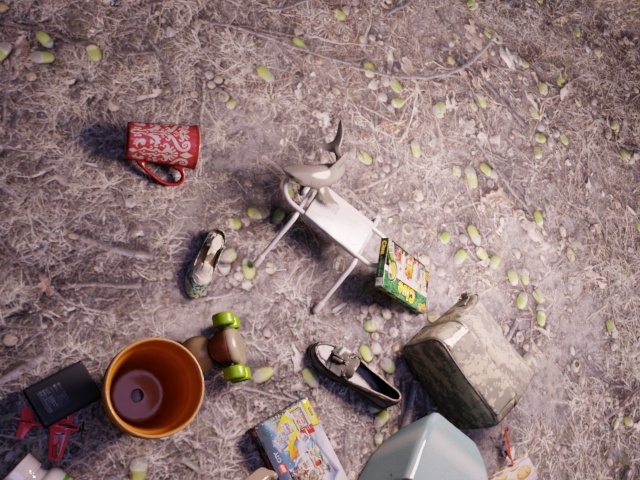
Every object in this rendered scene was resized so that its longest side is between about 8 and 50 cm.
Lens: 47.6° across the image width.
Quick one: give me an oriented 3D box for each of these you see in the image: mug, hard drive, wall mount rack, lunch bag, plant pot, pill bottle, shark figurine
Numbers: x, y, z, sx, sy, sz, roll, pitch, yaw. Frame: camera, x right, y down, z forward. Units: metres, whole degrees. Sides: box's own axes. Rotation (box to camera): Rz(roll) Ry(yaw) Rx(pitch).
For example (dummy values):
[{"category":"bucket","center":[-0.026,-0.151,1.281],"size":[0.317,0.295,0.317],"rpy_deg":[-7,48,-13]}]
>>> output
[{"category":"mug","center":[-0.389,-0.221,1.779],"size":[0.169,0.113,0.150],"rpy_deg":[4,70,-22]},{"category":"hard drive","center":[-0.549,0.327,1.550],"size":[0.135,0.022,0.094],"rpy_deg":[-27,78,-39]},{"category":"wall mount rack","center":[0.000,0.000,1.897],"size":[0.350,0.130,0.304],"rpy_deg":[38,57,-11]},{"category":"lunch bag","center":[0.413,0.320,1.943],"size":[0.256,0.212,0.305],"rpy_deg":[-37,93,-30]},{"category":"plant pot","center":[-0.375,0.326,1.561],"size":[0.205,0.188,0.205],"rpy_deg":[8,70,-24]},{"category":"pill bottle","center":[-0.527,0.542,1.444],"size":[0.246,0.136,0.136],"rpy_deg":[45,60,-7]},{"category":"plant pot","center":[0.260,0.577,1.778],"size":[0.248,0.247,0.252],"rpy_deg":[40,44,-10]},{"category":"shark figurine","center":[0.035,-0.204,1.880],"size":[0.166,0.116,0.278],"rpy_deg":[40,38,1]}]

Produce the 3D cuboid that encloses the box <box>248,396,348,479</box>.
[{"category":"box","center":[-0.051,0.518,1.744],"size":[0.159,0.044,0.233],"rpy_deg":[-24,86,-31]}]

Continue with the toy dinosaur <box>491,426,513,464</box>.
[{"category":"toy dinosaur","center":[0.517,0.561,2.005],"size":[0.047,0.090,0.082],"rpy_deg":[4,103,-41]}]

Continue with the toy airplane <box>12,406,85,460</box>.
[{"category":"toy airplane","center":[-0.573,0.391,1.531],"size":[0.151,0.028,0.151],"rpy_deg":[15,56,-23]}]

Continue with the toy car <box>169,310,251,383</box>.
[{"category":"toy car","center":[-0.273,0.266,1.691],"size":[0.188,0.149,0.155],"rpy_deg":[-14,75,0]}]

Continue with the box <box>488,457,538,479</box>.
[{"category":"box","center":[0.443,0.679,1.928],"size":[0.324,0.063,0.067],"rpy_deg":[-20,82,-30]}]

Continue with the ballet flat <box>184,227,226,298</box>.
[{"category":"ballet flat","center":[-0.279,0.050,1.771],"size":[0.070,0.070,0.188],"rpy_deg":[24,65,-18]}]

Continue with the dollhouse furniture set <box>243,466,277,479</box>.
[{"category":"dollhouse furniture set","center":[-0.220,0.653,1.606],"size":[0.301,0.151,0.198],"rpy_deg":[-27,108,-48]}]

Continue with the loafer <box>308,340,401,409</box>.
[{"category":"loafer","center":[0.095,0.336,1.853],"size":[0.267,0.084,0.096],"rpy_deg":[36,62,-12]}]

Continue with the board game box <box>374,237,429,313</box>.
[{"category":"board game box","center":[0.223,0.100,1.946],"size":[0.259,0.030,0.136],"rpy_deg":[33,63,-51]}]
